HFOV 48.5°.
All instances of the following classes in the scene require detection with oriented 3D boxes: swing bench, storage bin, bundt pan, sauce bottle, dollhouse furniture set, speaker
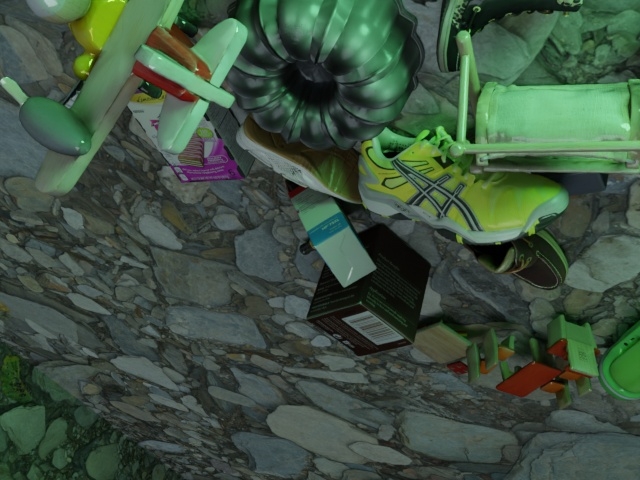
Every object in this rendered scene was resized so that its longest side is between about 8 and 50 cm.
[{"bbox_3d":[0.327,-0.170,0.972,0.253,0.165,0.255,3,175,22],"label":"swing bench"},{"bbox_3d":[0.401,-0.125,1.145,0.135,0.091,0.098,-9,137,32],"label":"storage bin"},{"bbox_3d":[-0.010,-0.265,1.114,0.331,0.124,0.331,13,146,9],"label":"bundt pan"},{"bbox_3d":[0.000,0.000,1.543,0.042,0.042,0.128,33,141,-20],"label":"sauce bottle"},{"bbox_3d":[0.499,0.290,1.597,0.262,0.135,0.259,18,139,-15],"label":"dollhouse furniture set"},{"bbox_3d":[0.693,0.228,1.466,0.131,0.131,0.296,18,146,0],"label":"speaker"}]

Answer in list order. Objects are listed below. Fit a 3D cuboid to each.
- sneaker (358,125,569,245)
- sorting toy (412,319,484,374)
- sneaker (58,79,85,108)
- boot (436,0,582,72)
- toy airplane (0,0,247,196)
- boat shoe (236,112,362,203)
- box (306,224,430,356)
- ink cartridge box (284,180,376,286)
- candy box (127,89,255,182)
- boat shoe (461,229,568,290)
[{"bbox_3d":[0.209,-0.099,1.159,0.385,0.145,0.147,13,131,37],"label":"sneaker"},{"bbox_3d":[0.302,0.242,1.733,0.274,0.046,0.132,34,142,-20],"label":"sorting toy"},{"bbox_3d":[-0.488,-0.243,1.415,0.083,0.071,0.191,34,143,-31],"label":"sneaker"},{"bbox_3d":[0.255,-0.313,0.962,0.179,0.085,0.236,10,146,7],"label":"boot"},{"bbox_3d":[-0.274,-0.284,0.980,0.272,0.386,0.384,27,146,-34],"label":"toy airplane"},{"bbox_3d":[-0.028,-0.149,1.316,0.277,0.098,0.096,30,157,-18],"label":"boat shoe"},{"bbox_3d":[0.105,0.110,1.505,0.168,0.203,0.167,38,141,-26],"label":"box"},{"bbox_3d":[0.015,-0.034,1.393,0.078,0.231,0.134,-32,131,5],"label":"ink cartridge box"},{"bbox_3d":[-0.244,-0.213,1.337,0.159,0.071,0.233,-1,140,27],"label":"candy box"},{"bbox_3d":[0.337,0.015,1.337,0.342,0.123,0.123,38,141,-25],"label":"boat shoe"}]
